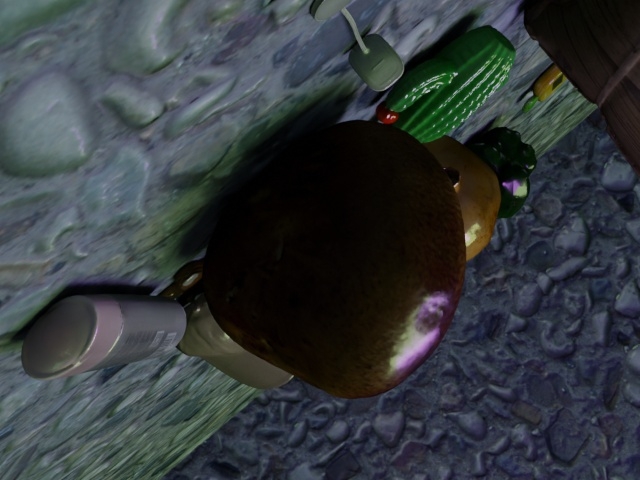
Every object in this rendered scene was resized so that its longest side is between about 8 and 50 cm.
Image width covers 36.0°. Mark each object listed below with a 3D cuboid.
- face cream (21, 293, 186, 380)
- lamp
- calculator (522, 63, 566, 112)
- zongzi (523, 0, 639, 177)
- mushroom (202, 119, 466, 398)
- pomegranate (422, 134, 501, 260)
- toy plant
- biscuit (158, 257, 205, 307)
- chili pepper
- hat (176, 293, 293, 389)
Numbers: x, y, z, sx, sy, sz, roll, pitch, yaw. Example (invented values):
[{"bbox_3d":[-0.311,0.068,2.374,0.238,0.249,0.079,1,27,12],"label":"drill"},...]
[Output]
[{"bbox_3d":[-0.237,0.105,1.130,0.107,0.073,0.269,-47,170,7],"label":"face cream"},{"bbox_3d":[0.038,-0.194,0.933,0.050,0.056,0.198,-39,167,7],"label":"lamp"},{"bbox_3d":[0.506,-0.356,2.056,0.235,0.032,0.146,-43,170,7],"label":"calculator"},{"bbox_3d":[0.561,-0.245,1.254,0.218,0.467,0.500,-41,-176,-29],"label":"zongzi"},{"bbox_3d":[0.031,0.022,1.175,0.345,0.345,0.260,-44,145,19],"label":"mushroom"},{"bbox_3d":[0.185,-0.059,1.599,0.233,0.233,0.233,-39,170,-8],"label":"pomegranate"},{"bbox_3d":[0.147,-0.187,1.287,0.240,0.088,0.154,-31,159,5],"label":"toy plant"},{"bbox_3d":[-0.171,0.061,1.327,0.205,0.031,0.138,-42,170,-2],"label":"biscuit"},{"bbox_3d":[0.357,-0.130,2.126,0.165,0.174,0.261,-64,-179,-27],"label":"chili pepper"},{"bbox_3d":[-0.108,0.140,1.349,0.166,0.173,0.144,-43,180,12],"label":"hat"}]
